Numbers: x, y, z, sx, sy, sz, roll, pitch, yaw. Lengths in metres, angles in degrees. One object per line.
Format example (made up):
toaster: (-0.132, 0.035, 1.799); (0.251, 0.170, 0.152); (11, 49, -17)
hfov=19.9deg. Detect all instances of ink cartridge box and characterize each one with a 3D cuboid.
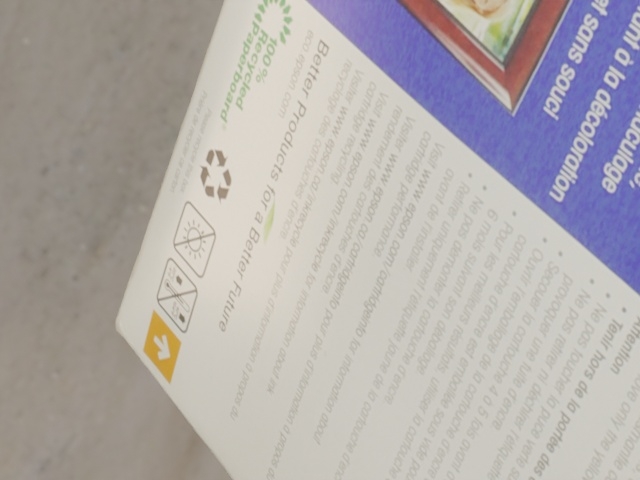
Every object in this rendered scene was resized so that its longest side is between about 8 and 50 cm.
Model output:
ink cartridge box: (0.081, -0.003, 0.456); (0.072, 0.307, 0.303); (-7, 131, -41)
